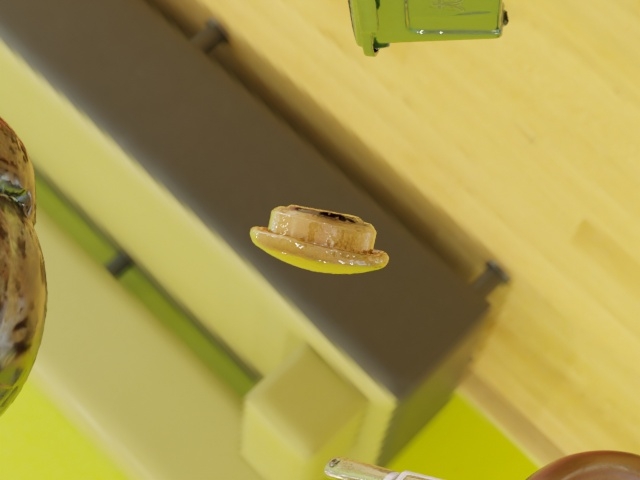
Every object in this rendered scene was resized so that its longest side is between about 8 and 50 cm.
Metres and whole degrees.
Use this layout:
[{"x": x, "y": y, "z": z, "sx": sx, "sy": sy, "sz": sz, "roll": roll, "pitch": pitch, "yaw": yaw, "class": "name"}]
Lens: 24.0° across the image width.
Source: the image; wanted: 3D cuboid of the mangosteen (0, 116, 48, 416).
[{"x": -0.254, "y": -0.007, "z": 0.841, "sx": 0.231, "sy": 0.289, "sz": 0.231, "roll": 11, "pitch": 153, "yaw": 6, "class": "mangosteen"}]

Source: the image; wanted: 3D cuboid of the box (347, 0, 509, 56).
[{"x": 0.116, "y": -0.344, "z": 1.520, "sx": 0.177, "sy": 0.253, "sz": 0.329, "roll": 2, "pitch": 169, "yaw": 3, "class": "box"}]

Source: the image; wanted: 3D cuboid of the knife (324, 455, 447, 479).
[{"x": 0.062, "y": 0.201, "z": 1.178, "sx": 0.022, "sy": 0.046, "sz": 0.256, "roll": 55, "pitch": 159, "yaw": -16, "class": "knife"}]

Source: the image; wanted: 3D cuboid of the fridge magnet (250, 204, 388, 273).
[{"x": 0.000, "y": 0.000, "z": 1.518, "sx": 0.143, "sy": 0.063, "sz": 0.143, "roll": 12, "pitch": -178, "yaw": 0, "class": "fridge magnet"}]

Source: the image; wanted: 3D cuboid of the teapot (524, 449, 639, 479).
[{"x": 0.240, "y": 0.271, "z": 1.191, "sx": 0.252, "sy": 0.178, "sz": 0.135, "roll": 55, "pitch": 166, "yaw": 45, "class": "teapot"}]
